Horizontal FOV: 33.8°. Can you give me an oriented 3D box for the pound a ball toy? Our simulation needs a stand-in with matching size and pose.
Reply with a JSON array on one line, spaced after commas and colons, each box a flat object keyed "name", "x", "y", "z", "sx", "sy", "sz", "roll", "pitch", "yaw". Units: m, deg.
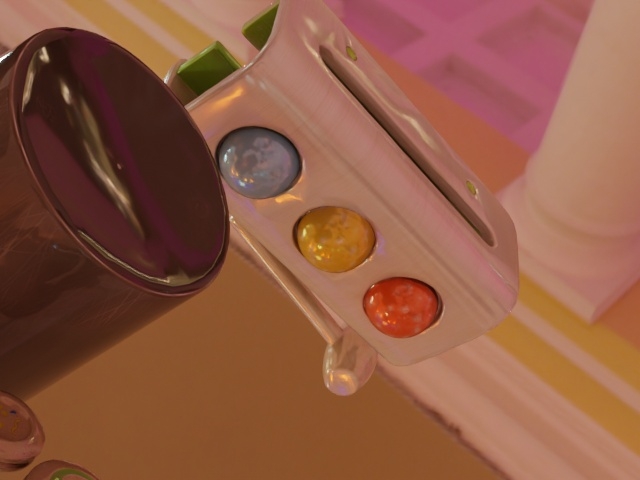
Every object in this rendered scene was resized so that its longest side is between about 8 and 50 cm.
[{"name": "pound a ball toy", "x": 0.000, "y": 0.000, "z": 0.784, "sx": 0.319, "sy": 0.208, "sz": 0.136, "roll": 45, "pitch": -146, "yaw": -27}]

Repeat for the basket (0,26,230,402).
[{"name": "basket", "x": -0.167, "y": 0.011, "z": 0.493, "sx": 0.154, "sy": 0.226, "sz": 0.204, "roll": 57, "pitch": -154, "yaw": -10}]

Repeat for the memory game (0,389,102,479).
[{"name": "memory game", "x": -0.132, "y": 0.091, "z": 0.318, "sx": 0.186, "sy": 0.012, "sz": 0.186, "roll": 32, "pitch": -158, "yaw": -15}]
